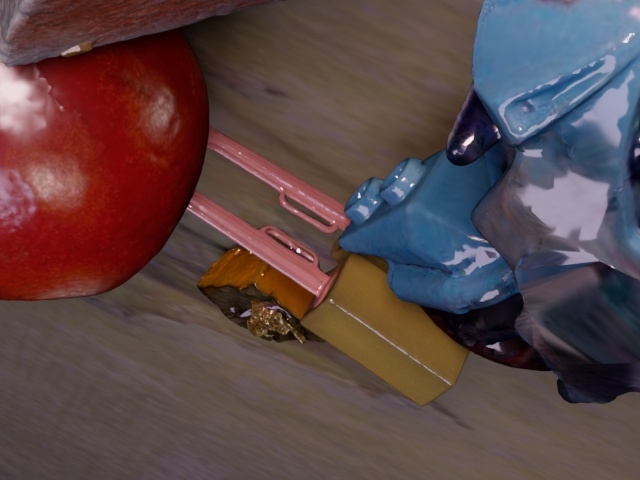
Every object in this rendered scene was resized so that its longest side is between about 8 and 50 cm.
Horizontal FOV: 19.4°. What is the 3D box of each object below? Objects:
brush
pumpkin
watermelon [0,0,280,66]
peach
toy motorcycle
[{"bbox_3d":[0.000,0.000,1.200,0.233,0.103,0.047,33,148,-10],"label":"brush"},{"bbox_3d":[-0.037,0.045,1.346,0.083,0.054,0.074,38,153,-29],"label":"pumpkin"},{"bbox_3d":[-0.058,-0.171,0.878,0.262,0.201,0.213,30,158,-14],"label":"watermelon"},{"bbox_3d":[-0.184,-0.068,1.095,0.243,0.243,0.199,31,180,-9],"label":"peach"},{"bbox_3d":[0.132,-0.039,0.999,0.232,0.172,0.416,40,157,-11],"label":"toy motorcycle"}]
